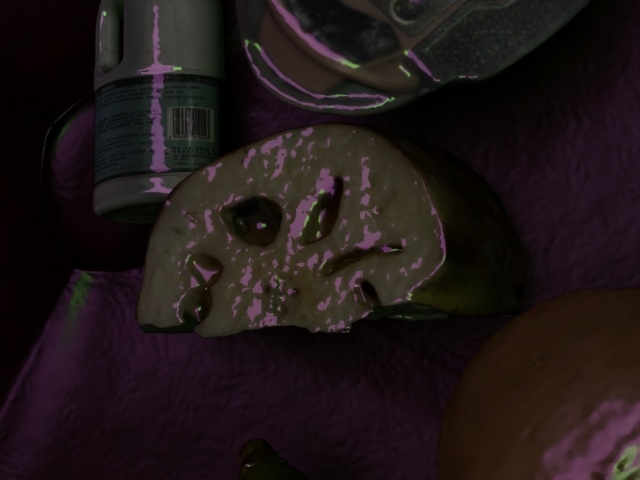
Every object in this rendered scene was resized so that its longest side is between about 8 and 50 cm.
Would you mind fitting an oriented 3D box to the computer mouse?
[{"bbox_3d":[0.103,-0.219,0.759,0.389,0.115,0.199,-43,86,-11],"label":"computer mouse"}]

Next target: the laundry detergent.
[{"bbox_3d":[-0.116,-0.128,0.856,0.099,0.070,0.225,-9,77,28],"label":"laundry detergent"}]

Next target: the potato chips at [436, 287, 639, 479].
[{"bbox_3d":[0.160,0.121,0.697,0.208,0.062,0.195,-13,73,23],"label":"potato chips"}]

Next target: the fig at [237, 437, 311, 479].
[{"bbox_3d":[-0.019,0.233,0.680,0.195,0.195,0.245,-16,78,20],"label":"fig"}]

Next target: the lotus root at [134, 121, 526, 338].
[{"bbox_3d":[0.000,0.000,0.755,0.235,0.119,0.138,-10,76,23],"label":"lotus root"}]
